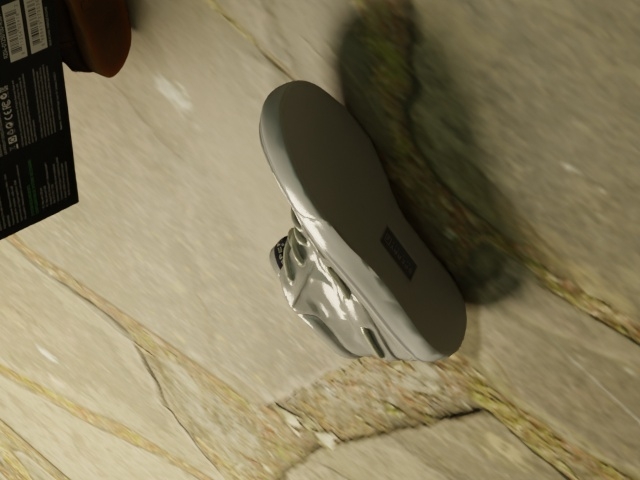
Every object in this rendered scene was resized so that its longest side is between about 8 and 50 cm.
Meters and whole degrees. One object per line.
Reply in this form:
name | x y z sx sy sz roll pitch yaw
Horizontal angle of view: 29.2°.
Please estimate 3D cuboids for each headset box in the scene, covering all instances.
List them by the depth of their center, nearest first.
headset box | -0.320 -0.169 0.949 0.283 0.131 0.246 48 151 27

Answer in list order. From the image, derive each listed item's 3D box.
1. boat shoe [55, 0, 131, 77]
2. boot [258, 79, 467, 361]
boat shoe | -0.194 -0.207 0.905 0.073 0.073 0.207 23 142 18
boot | 0.000 0.000 0.937 0.123 0.095 0.258 -11 123 40
